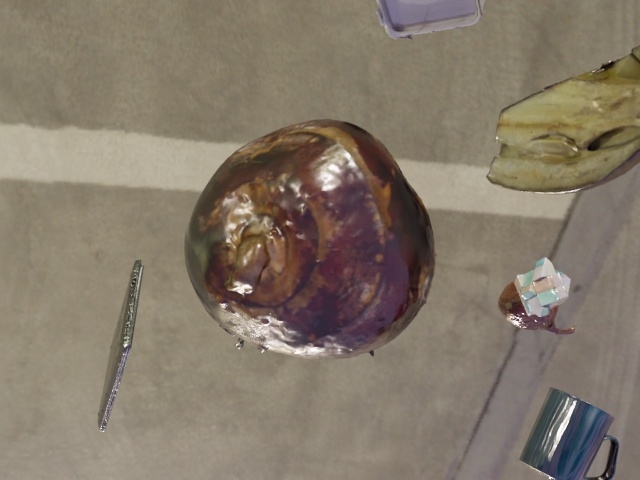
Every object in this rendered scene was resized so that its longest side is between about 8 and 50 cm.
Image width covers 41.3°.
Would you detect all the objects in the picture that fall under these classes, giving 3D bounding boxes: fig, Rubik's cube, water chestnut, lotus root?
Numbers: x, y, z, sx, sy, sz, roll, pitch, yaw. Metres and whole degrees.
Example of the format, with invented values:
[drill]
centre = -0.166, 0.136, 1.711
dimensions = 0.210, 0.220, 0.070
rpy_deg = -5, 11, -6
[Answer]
[fig]
centre = 0.528, 0.179, 2.058
dimensions = 0.201, 0.146, 0.134
rpy_deg = 51, 62, -22
[Rubik's cube]
centre = 0.343, 0.071, 1.303
dimensions = 0.084, 0.075, 0.073
rpy_deg = -37, 162, -1
[water chestnut]
centre = 0.000, 0.000, 0.775
dimensions = 0.223, 0.224, 0.238
rpy_deg = -41, 149, 17
[lotus root]
centre = 0.417, -0.174, 1.334
dimensions = 0.141, 0.314, 0.210
rpy_deg = 4, 86, -38

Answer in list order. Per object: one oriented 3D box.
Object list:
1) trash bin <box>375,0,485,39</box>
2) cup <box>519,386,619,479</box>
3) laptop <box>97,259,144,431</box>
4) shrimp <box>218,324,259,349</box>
[trash bin]
centre = 0.224, -0.555, 1.541
dimensions = 0.295, 0.368, 0.256
rpy_deg = -4, 136, 18
[cup]
centre = 0.425, 0.341, 1.423
dimensions = 0.138, 0.150, 0.113
rpy_deg = -63, 155, -6
[laptop]
centre = -0.235, 0.125, 0.995
dimensions = 0.016, 0.129, 0.180
rpy_deg = 12, 134, -14
[shrimp]
centre = -0.073, 0.076, 0.957
dimensions = 0.076, 0.082, 0.174
rpy_deg = -2, 159, -16
